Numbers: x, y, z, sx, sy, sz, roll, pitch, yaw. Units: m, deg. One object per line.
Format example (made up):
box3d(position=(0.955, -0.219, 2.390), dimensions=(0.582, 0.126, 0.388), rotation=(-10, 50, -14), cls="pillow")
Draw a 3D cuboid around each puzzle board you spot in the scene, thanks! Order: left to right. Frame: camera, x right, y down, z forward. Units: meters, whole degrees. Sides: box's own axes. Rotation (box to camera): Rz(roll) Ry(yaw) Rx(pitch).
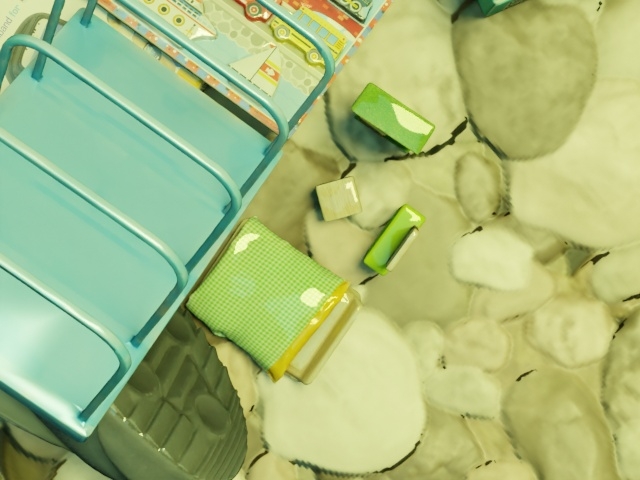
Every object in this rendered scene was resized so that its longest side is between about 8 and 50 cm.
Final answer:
box3d(position=(-0.039, -0.123, 0.537), dimensions=(0.128, 0.011, 0.096), rotation=(36, 76, -1), cls="puzzle board")

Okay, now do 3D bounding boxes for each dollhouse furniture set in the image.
box3d(position=(0.000, 0.000, 0.537), dimensions=(0.076, 0.058, 0.151), rotation=(35, 95, 0), cls="dollhouse furniture set")

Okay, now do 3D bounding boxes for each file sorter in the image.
box3d(position=(-0.089, -0.030, 0.450), dimensions=(0.118, 0.104, 0.170), rotation=(35, 59, -6), cls="file sorter")

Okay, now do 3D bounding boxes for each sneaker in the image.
box3d(position=(-0.180, 0.028, 0.538), dimensions=(0.319, 0.112, 0.131), rotation=(43, 113, 0), cls="sneaker")

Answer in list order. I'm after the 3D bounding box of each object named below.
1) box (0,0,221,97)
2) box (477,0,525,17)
box3d(position=(-0.126, -0.096, 0.550), dimensions=(0.136, 0.028, 0.081), rotation=(35, 96, -3), cls="box")
box3d(position=(0.079, -0.237, 0.512), dimensions=(0.101, 0.060, 0.244), rotation=(-22, 94, 5), cls="box")
